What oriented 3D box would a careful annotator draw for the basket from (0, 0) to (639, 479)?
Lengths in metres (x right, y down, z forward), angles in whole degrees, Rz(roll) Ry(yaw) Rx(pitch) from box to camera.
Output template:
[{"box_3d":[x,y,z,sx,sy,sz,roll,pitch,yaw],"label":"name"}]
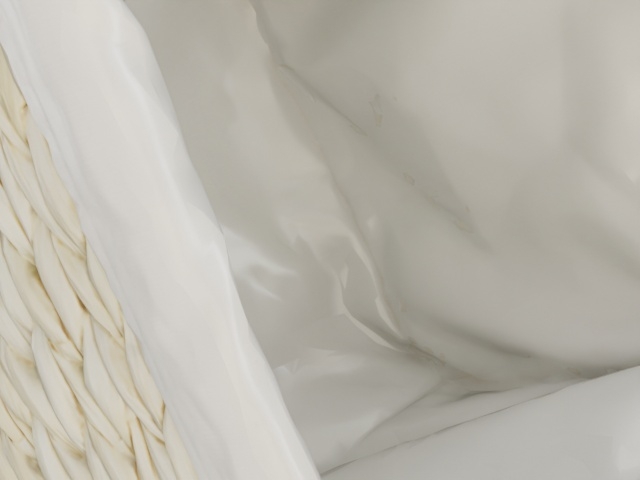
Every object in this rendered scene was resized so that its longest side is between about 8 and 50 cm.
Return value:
[{"box_3d":[0.000,0.000,0.680,0.266,0.328,0.331,-12,-73,47],"label":"basket"}]
